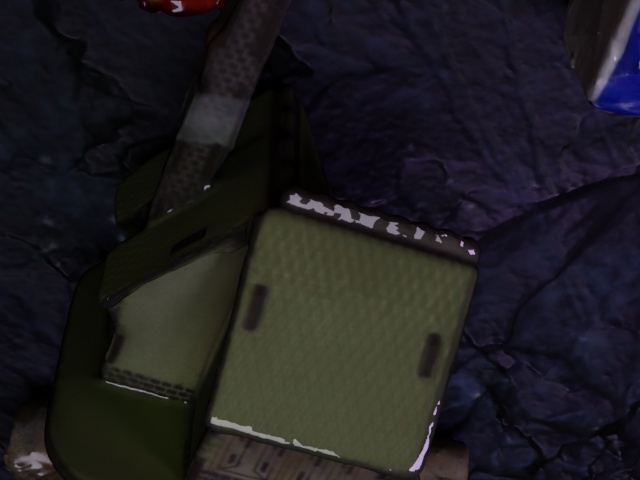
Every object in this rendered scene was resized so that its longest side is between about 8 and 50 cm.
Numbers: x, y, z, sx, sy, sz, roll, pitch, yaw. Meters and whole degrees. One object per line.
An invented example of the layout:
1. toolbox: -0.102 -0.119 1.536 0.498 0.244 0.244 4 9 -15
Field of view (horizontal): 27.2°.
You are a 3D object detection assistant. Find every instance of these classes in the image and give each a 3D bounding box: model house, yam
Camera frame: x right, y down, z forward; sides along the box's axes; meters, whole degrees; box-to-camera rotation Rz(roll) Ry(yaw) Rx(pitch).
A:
1. model house: 0.000 0.000 0.698 0.218 0.205 0.279 16 124 -15
2. yam: -0.051 0.151 0.896 0.317 0.067 0.071 6 98 -5

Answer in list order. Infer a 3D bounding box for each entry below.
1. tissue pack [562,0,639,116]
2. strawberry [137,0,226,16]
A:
1. tissue pack: 0.278 -0.144 0.637 0.269 0.137 0.209 10 127 -5
2. strawberry: -0.066 -0.213 0.602 0.190 0.111 0.236 -8 152 -8
